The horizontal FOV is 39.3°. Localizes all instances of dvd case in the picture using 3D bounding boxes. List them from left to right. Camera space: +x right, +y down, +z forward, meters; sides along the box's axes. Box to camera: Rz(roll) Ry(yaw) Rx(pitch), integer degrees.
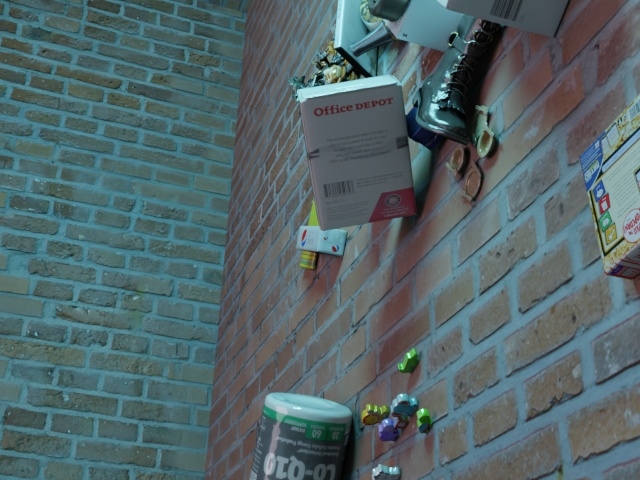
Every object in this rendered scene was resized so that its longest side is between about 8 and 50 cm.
[{"bbox_3d":[0.099,-0.552,2.277,0.022,0.180,0.253,-9,66,33],"label":"dvd case"}]

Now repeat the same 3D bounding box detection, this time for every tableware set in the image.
[{"bbox_3d":[0.280,-0.162,1.648,0.141,0.020,0.168,-106,31,-57],"label":"tableware set"}]

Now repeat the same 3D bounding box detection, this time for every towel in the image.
[{"bbox_3d":[-0.011,-0.035,2.543,0.102,0.021,0.237,-170,92,-68],"label":"towel"}]

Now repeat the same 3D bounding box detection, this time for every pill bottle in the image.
[{"bbox_3d":[-0.057,0.535,1.994,0.204,0.204,0.361,-172,93,-74],"label":"pill bottle"}]

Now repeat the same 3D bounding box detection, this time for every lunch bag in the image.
[{"bbox_3d":[0.219,-0.232,1.822,0.067,0.065,0.098,-50,28,29],"label":"lunch bag"}]

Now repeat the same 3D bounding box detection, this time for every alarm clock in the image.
[{"bbox_3d":[0.133,-0.507,1.820,0.192,0.064,0.129,148,132,-71],"label":"alarm clock"}]

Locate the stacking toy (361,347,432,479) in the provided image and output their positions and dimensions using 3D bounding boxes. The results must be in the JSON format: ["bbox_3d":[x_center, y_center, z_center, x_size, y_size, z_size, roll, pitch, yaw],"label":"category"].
[{"bbox_3d":[0.143,0.339,1.721,0.167,0.052,0.221,-99,27,-49],"label":"stacking toy"}]

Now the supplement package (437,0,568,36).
[{"bbox_3d":[0.292,-0.488,1.502,0.262,0.199,0.198,-110,34,-60],"label":"supplement package"}]

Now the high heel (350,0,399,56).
[{"bbox_3d":[0.182,-0.566,2.206,0.186,0.093,0.261,-21,37,38],"label":"high heel"}]

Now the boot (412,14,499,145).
[{"bbox_3d":[0.262,-0.319,1.673,0.229,0.091,0.263,-61,22,25],"label":"boot"}]

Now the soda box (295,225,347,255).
[{"bbox_3d":[0.000,0.000,2.379,0.216,0.074,0.069,-178,99,-73],"label":"soda box"}]

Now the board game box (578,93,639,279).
[{"bbox_3d":[0.401,-0.070,1.137,0.147,0.045,0.193,123,153,-52],"label":"board game box"}]

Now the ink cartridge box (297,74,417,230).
[{"bbox_3d":[0.076,-0.182,1.840,0.117,0.207,0.283,-105,6,-68],"label":"ink cartridge box"}]

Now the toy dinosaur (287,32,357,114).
[{"bbox_3d":[0.029,-0.440,2.470,0.218,0.164,0.322,-31,26,48],"label":"toy dinosaur"}]

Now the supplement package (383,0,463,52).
[{"bbox_3d":[0.215,-0.506,1.887,0.244,0.134,0.139,-106,33,-58],"label":"supplement package"}]
